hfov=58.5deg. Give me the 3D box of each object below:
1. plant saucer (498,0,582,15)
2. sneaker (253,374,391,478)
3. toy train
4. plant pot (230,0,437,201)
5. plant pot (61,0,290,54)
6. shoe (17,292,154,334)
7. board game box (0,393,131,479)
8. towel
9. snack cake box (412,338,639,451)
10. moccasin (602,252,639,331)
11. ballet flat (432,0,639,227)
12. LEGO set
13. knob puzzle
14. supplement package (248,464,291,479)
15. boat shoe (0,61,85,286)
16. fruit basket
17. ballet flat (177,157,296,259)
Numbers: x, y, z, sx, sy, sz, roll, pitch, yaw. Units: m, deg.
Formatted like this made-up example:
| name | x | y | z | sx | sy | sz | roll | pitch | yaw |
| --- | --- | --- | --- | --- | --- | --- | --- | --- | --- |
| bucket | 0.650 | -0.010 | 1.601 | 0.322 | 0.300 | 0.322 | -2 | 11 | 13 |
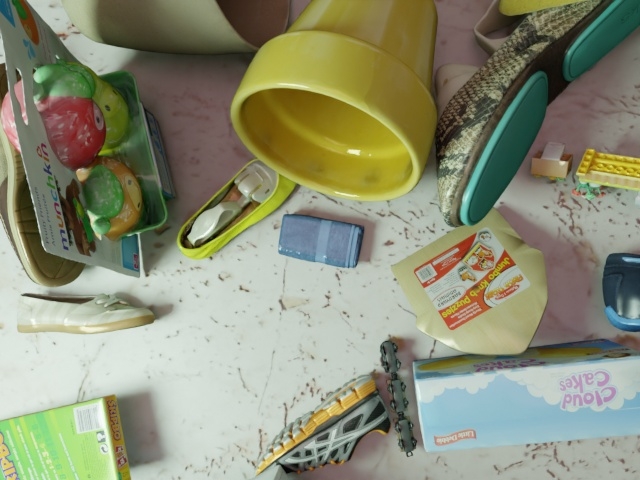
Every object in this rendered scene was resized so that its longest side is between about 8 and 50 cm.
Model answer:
| name | x | y | z | sx | sy | sz | roll | pitch | yaw |
| --- | --- | --- | --- | --- | --- | --- | --- | --- | --- |
| plant saucer | 0.393 | -0.433 | 0.656 | 0.333 | 0.081 | 0.332 | 7 | 64 | 44 |
| sneaker | 0.002 | 0.276 | 0.783 | 0.215 | 0.084 | 0.083 | -36 | 90 | 5 |
| toy train | 0.106 | 0.218 | 0.794 | 0.027 | 0.036 | 0.158 | -10 | 82 | -6 |
| plant pot | 0.041 | -0.214 | 0.745 | 0.254 | 0.254 | 0.238 | 16 | 71 | 9 |
| plant pot | -0.222 | -0.369 | 0.806 | 0.274 | 0.256 | 0.256 | -5 | 84 | 24 |
| shoe | -0.354 | 0.106 | 0.850 | 0.219 | 0.076 | 0.058 | -2 | 90 | 10 |
| board game box | -0.399 | 0.312 | 0.837 | 0.260 | 0.039 | 0.124 | -16 | 82 | 17 |
| towel | 0.000 | 0.000 | 0.831 | 0.120 | 0.029 | 0.067 | 11 | 87 | 8 |
| snack cake box | 0.254 | 0.189 | 0.716 | 0.265 | 0.152 | 0.089 | -8 | 85 | 7 |
| moccasin | 0.533 | 0.040 | 0.696 | 0.342 | 0.137 | 0.116 | -5 | 73 | 10 |
| ballet flat | 0.269 | -0.236 | 0.767 | 0.182 | 0.164 | 0.482 | 37 | 85 | 31 |
| LEGO set | 0.437 | -0.085 | 0.759 | 0.287 | 0.107 | 0.132 | -15 | 48 | 11 |
| knob puzzle | 0.216 | 0.072 | 0.771 | 0.213 | 0.030 | 0.213 | -9 | 62 | 18 |
| supplement package | -0.052 | 0.439 | 0.712 | 0.139 | 0.134 | 0.244 | -32 | 95 | 16 |
| boat shoe | -0.452 | -0.090 | 0.876 | 0.123 | 0.123 | 0.341 | -16 | 90 | 36 |
| fruit basket | -0.295 | -0.124 | 0.726 | 0.166 | 0.353 | 0.326 | -14 | 82 | -9 |
| ballet flat | -0.118 | -0.056 | 0.829 | 0.231 | 0.077 | 0.077 | -41 | 80 | 3 |
